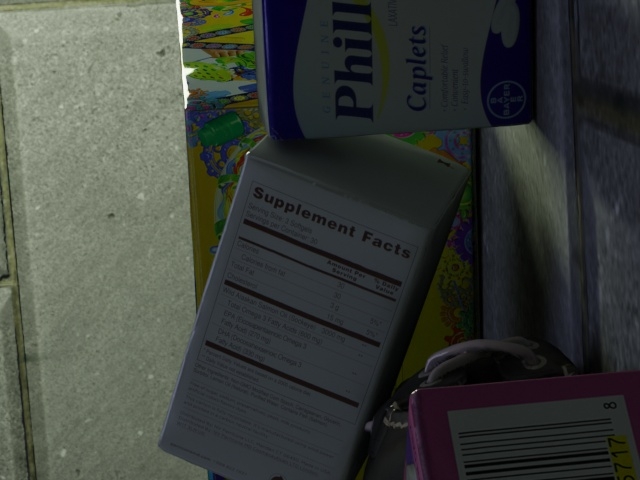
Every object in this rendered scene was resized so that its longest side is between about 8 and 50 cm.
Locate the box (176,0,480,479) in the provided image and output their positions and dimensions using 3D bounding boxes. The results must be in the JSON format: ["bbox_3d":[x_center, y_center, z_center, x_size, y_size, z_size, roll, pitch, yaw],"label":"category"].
[{"bbox_3d":[0.000,0.000,1.293,0.279,0.177,0.289,-103,10,-68],"label":"box"}]

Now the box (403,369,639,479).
[{"bbox_3d":[0.095,0.200,0.655,0.243,0.117,0.213,90,173,-51],"label":"box"}]

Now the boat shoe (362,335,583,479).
[{"bbox_3d":[0.069,0.087,0.915,0.335,0.112,0.095,90,170,-78],"label":"boat shoe"}]

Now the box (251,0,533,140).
[{"bbox_3d":[0.035,-0.121,0.963,0.072,0.137,0.126,-108,14,-68],"label":"box"}]

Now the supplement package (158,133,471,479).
[{"bbox_3d":[-0.003,0.036,1.013,0.105,0.105,0.179,-49,-20,-66],"label":"supplement package"}]
